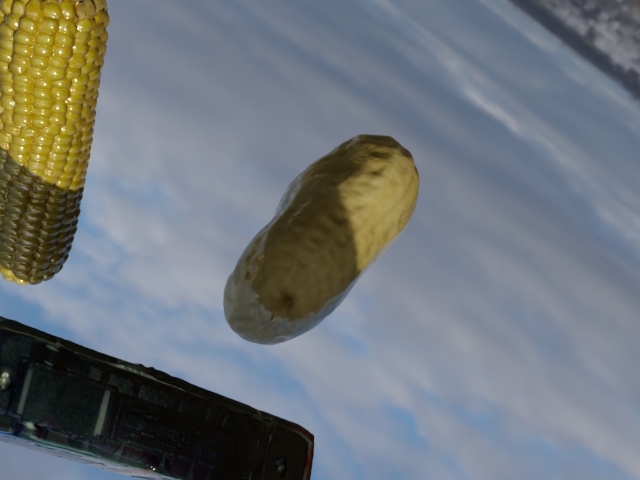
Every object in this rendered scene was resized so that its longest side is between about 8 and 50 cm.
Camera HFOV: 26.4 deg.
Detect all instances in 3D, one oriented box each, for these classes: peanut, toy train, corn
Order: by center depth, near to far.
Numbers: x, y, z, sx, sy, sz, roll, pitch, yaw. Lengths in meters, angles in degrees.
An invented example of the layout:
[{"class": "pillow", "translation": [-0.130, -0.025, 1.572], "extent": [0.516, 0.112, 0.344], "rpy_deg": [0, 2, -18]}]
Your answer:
[{"class": "toy train", "translation": [-0.157, 0.157, 1.164], "extent": [0.089, 0.086, 0.409], "rpy_deg": [-5, 158, 37]}, {"class": "corn", "translation": [-0.255, -0.103, 1.226], "extent": [0.106, 0.305, 0.106], "rpy_deg": [11, -153, -6]}, {"class": "peanut", "translation": [0.000, 0.000, 1.555], "extent": [0.148, 0.319, 0.147], "rpy_deg": [26, 145, 20]}]
